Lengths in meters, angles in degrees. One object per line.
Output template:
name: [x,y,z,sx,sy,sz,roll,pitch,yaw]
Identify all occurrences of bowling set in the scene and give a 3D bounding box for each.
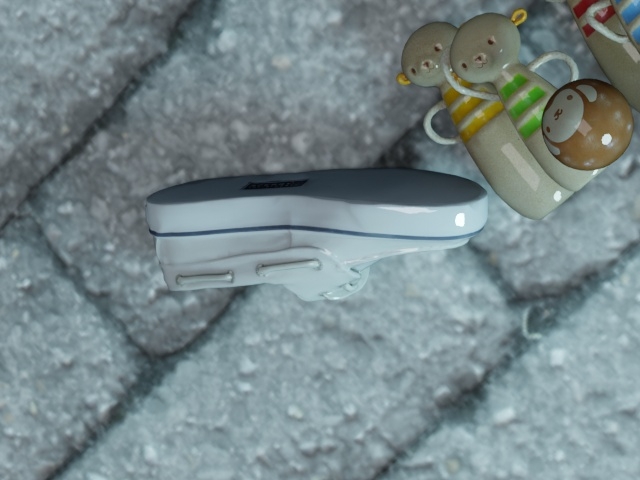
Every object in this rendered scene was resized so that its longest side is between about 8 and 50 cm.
bowling set: [0.163,-0.133,1.188,0.287,0.200,0.154,-41,86,20]

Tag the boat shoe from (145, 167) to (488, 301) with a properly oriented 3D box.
boat shoe: [0.000,0.000,1.342,0.258,0.095,0.084,1,108,31]
